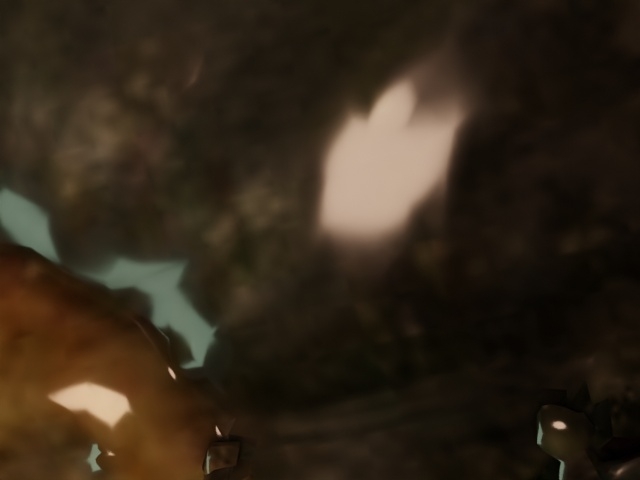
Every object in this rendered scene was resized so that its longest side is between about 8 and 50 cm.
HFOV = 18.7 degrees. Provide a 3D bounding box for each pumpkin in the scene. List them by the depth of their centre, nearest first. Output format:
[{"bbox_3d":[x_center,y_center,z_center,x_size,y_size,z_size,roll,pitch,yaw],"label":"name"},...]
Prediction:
[{"bbox_3d":[0.000,0.000,0.476,0.454,0.454,0.344,63,-161,2],"label":"pumpkin"}]
